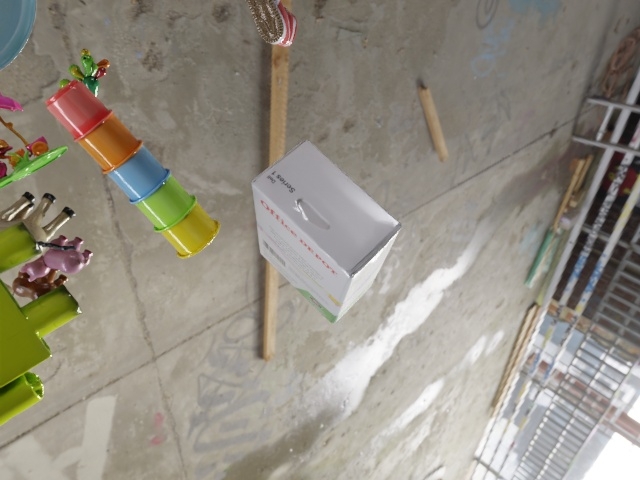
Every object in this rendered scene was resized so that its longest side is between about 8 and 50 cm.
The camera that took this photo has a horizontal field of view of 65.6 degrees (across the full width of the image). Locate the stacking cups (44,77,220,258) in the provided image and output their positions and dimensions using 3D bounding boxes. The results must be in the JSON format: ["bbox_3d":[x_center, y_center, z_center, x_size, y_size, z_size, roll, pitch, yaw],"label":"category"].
[{"bbox_3d":[-0.295,-0.113,0.803,0.096,0.096,0.316,-45,119,-15],"label":"stacking cups"}]

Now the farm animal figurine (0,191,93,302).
[{"bbox_3d":[-0.566,0.025,0.818,0.330,0.326,0.172,-53,-170,52],"label":"farm animal figurine"}]

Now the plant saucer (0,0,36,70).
[{"bbox_3d":[-0.616,-0.403,0.773,0.317,0.043,0.318,-4,105,-17],"label":"plant saucer"}]

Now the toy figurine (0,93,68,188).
[{"bbox_3d":[-0.617,-0.201,0.958,0.173,0.130,0.159,-38,107,-20],"label":"toy figurine"}]

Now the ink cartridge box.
[{"bbox_3d":[0.000,0.000,0.815,0.117,0.201,0.278,-42,166,-18],"label":"ink cartridge box"}]

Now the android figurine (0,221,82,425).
[{"bbox_3d":[-0.405,0.099,0.509,0.272,0.056,0.248,-35,108,-24],"label":"android figurine"}]

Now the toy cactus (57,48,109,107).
[{"bbox_3d":[-0.565,-0.353,1.229,0.112,0.181,0.219,-22,170,-47],"label":"toy cactus"}]

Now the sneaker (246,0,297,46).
[{"bbox_3d":[-0.063,-0.290,0.595,0.067,0.042,0.119,-35,110,-72],"label":"sneaker"}]
